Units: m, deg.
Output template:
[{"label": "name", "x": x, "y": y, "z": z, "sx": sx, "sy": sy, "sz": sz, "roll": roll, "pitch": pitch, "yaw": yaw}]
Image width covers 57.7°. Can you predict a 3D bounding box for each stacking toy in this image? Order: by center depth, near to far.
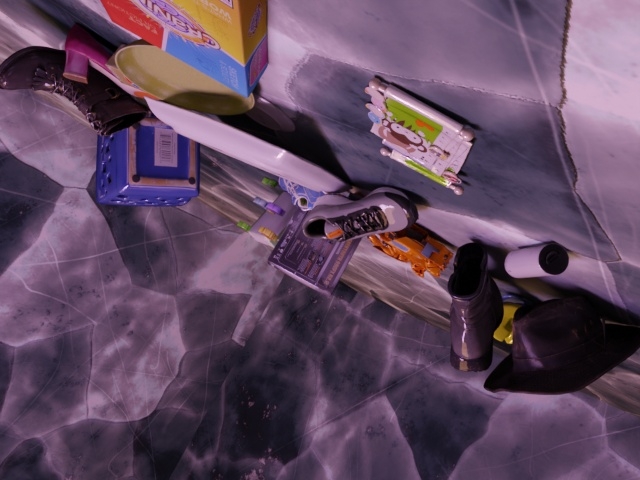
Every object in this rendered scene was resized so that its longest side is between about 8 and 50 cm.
[{"label": "stacking toy", "x": -0.147, "y": -0.096, "z": 1.615, "sx": 0.052, "sy": 0.166, "sz": 0.221, "roll": 37, "pitch": 170, "yaw": -34}]

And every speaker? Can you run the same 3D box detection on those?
[{"label": "speaker", "x": 0.377, "y": 0.037, "z": 1.022, "sx": 0.055, "sy": 0.055, "sz": 0.136, "roll": 30, "pitch": 171, "yaw": -3}]

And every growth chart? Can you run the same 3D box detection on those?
[{"label": "growth chart", "x": 0.140, "y": -0.146, "z": 0.835, "sx": 0.172, "sy": 0.021, "sz": 0.237, "roll": 28, "pitch": 171, "yaw": 14}]

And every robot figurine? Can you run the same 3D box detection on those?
[{"label": "robot figurine", "x": 0.155, "y": -0.016, "z": 1.356, "sx": 0.291, "sy": 0.085, "sz": 0.211, "roll": 30, "pitch": 171, "yaw": -5}]

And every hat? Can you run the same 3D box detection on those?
[{"label": "hat", "x": 0.459, "y": 0.181, "z": 1.146, "sx": 0.331, "sy": 0.332, "sz": 0.133, "roll": 164, "pitch": 85, "yaw": -79}]

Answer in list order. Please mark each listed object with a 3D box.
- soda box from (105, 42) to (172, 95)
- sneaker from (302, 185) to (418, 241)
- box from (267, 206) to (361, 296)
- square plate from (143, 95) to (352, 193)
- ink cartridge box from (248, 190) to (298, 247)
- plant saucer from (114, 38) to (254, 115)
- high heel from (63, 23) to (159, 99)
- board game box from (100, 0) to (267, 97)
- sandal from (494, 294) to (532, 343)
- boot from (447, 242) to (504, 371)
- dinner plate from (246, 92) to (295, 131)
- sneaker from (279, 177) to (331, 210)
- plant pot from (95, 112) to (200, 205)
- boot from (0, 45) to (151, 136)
[{"label": "soda box", "x": -0.341, "y": -0.334, "z": 1.161, "sx": 0.181, "sy": 0.061, "sz": 0.058, "roll": 25, "pitch": 165, "yaw": 27}, {"label": "sneaker", "x": 0.078, "y": -0.040, "z": 1.190, "sx": 0.272, "sy": 0.108, "sz": 0.100, "roll": -5, "pitch": 123, "yaw": 40}, {"label": "box", "x": 0.000, "y": 0.000, "z": 1.474, "sx": 0.183, "sy": 0.231, "sz": 0.056, "roll": 28, "pitch": 169, "yaw": 4}, {"label": "square plate", "x": -0.141, "y": -0.183, "z": 1.209, "sx": 0.347, "sy": 0.049, "sz": 0.344, "roll": 24, "pitch": -176, "yaw": 23}, {"label": "ink cartridge box", "x": -0.090, "y": -0.056, "z": 1.642, "sx": 0.056, "sy": 0.171, "sz": 0.235, "roll": 50, "pitch": 162, "yaw": -30}, {"label": "plant saucer", "x": -0.227, "y": -0.285, "z": 1.003, "sx": 0.241, "sy": 0.037, "sz": 0.241, "roll": 13, "pitch": 169, "yaw": 3}, {"label": "high heel", "x": -0.425, "y": -0.383, "z": 1.264, "sx": 0.244, "sy": 0.117, "sz": 0.082, "roll": 10, "pitch": 176, "yaw": -17}, {"label": "board game box", "x": -0.184, "y": -0.316, "z": 0.728, "sx": 0.242, "sy": 0.064, "sz": 0.316, "roll": 29, "pitch": 172, "yaw": -1}, {"label": "sandal", "x": 0.544, "y": 0.219, "z": 1.429, "sx": 0.318, "sy": 0.126, "sz": 0.138, "roll": 30, "pitch": -165, "yaw": -8}, {"label": "boot", "x": 0.334, "y": 0.096, "z": 1.244, "sx": 0.118, "sy": 0.338, "sz": 0.222, "roll": -2, "pitch": 118, "yaw": 15}, {"label": "dinner plate", "x": -0.113, "y": -0.244, "z": 1.115, "sx": 0.141, "sy": 0.017, "sz": 0.141, "roll": 29, "pitch": 174, "yaw": 4}, {"label": "sneaker", "x": -0.050, "y": -0.123, "z": 1.417, "sx": 0.080, "sy": 0.081, "sz": 0.211, "roll": 32, "pitch": 173, "yaw": -31}, {"label": "plant pot", "x": -0.425, "y": -0.209, "z": 1.466, "sx": 0.236, "sy": 0.235, "sz": 0.212, "roll": 1, "pitch": 179, "yaw": -31}, {"label": "boot", "x": -0.532, "y": -0.318, "z": 1.267, "sx": 0.229, "sy": 0.263, "sz": 0.091, "roll": 51, "pitch": 141, "yaw": 11}]
